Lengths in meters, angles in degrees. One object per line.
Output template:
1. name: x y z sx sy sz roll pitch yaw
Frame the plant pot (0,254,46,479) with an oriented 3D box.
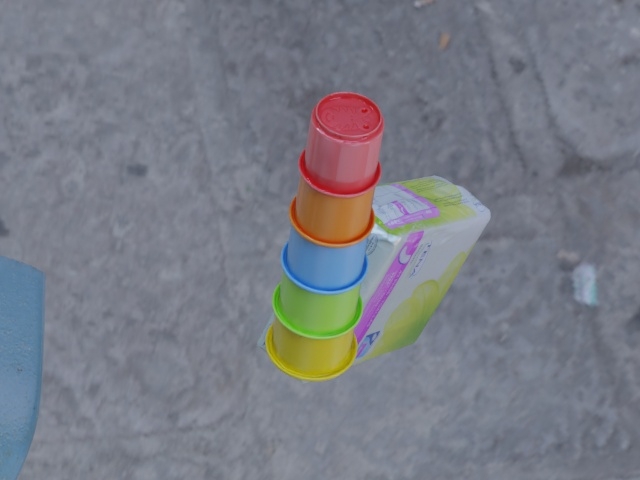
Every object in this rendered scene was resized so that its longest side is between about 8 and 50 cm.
1. plant pot: -0.401 0.155 1.204 0.247 0.247 0.252 26 42 -47

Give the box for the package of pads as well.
1. package of pads: 0.073 0.036 1.659 0.101 0.229 0.296 37 22 20

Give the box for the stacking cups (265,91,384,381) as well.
1. stacking cups: 0.000 0.000 1.263 0.096 0.316 0.096 2 47 -2
